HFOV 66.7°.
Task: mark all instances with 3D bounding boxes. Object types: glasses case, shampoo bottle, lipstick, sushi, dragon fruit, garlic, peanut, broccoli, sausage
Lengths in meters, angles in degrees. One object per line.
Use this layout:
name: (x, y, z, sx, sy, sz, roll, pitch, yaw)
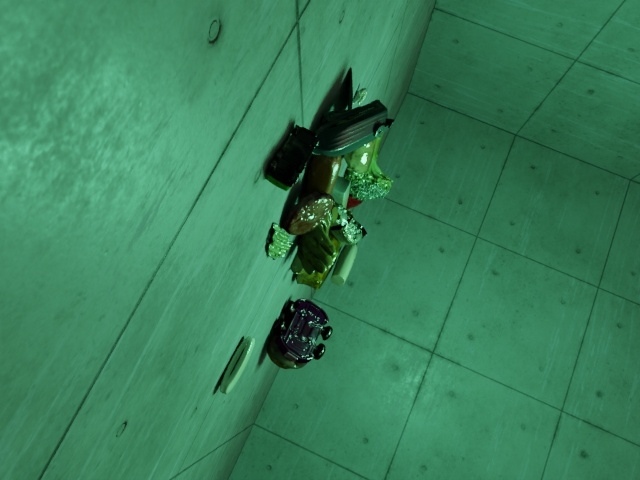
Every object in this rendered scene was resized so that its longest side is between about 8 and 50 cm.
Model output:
glasses case: (-0.276, 0.416, 1.627, 0.081, 0.051, 0.204, 105, 11, -61)
shampoo bottle: (0.121, 0.094, 2.308, 0.127, 0.078, 0.256, 114, 3, -50)
lipstick: (0.085, -0.189, 2.325, 0.079, 0.076, 0.371, -63, 173, -18)
sushi: (0.082, -0.078, 2.120, 0.109, 0.134, 0.273, -59, 139, -18)
dragon fruit: (0.145, -0.228, 2.713, 0.162, 0.083, 0.106, 7, 132, -49)
garlic: (-0.054, 0.055, 2.048, 0.195, 0.087, 0.101, -64, 161, -1)
peanut: (0.163, -0.385, 2.058, 0.129, 0.129, 0.224, -60, 162, -46)
broccoli: (0.274, -0.396, 2.611, 0.353, 0.275, 0.396, 101, 1, -64)
sausage: (-0.004, -0.169, 1.563, 0.348, 0.094, 0.097, 108, 9, -49)

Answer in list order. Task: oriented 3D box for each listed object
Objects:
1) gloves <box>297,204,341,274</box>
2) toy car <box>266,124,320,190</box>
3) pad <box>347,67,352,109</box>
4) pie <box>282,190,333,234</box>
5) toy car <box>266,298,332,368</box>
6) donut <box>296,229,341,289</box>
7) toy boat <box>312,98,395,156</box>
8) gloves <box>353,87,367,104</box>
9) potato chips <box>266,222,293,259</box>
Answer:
gloves: (-0.013, -0.009, 1.894, 0.154, 0.141, 0.331, -36, -151, 45)
toy car: (-0.063, -0.190, 1.116, 0.165, 0.071, 0.062, -63, -172, -28)
pad: (0.063, -0.365, 1.581, 0.250, 0.055, 0.323, 54, 60, -83)
pie: (-0.036, -0.080, 1.492, 0.182, 0.049, 0.182, -32, 161, -13)
toy car: (-0.118, 0.469, 2.376, 0.240, 0.271, 0.340, -47, -170, 46)
donut: (0.008, 0.068, 2.252, 0.330, 0.160, 0.329, 19, 90, -79)
toy boat: (0.072, -0.320, 1.407, 0.296, 0.122, 0.114, -29, 147, -33)
gloves: (0.147, -0.525, 1.768, 0.081, 0.037, 0.044, -49, 132, -17)
potato chips: (-0.126, 0.009, 1.441, 0.091, 0.028, 0.207, -57, 165, -7)
